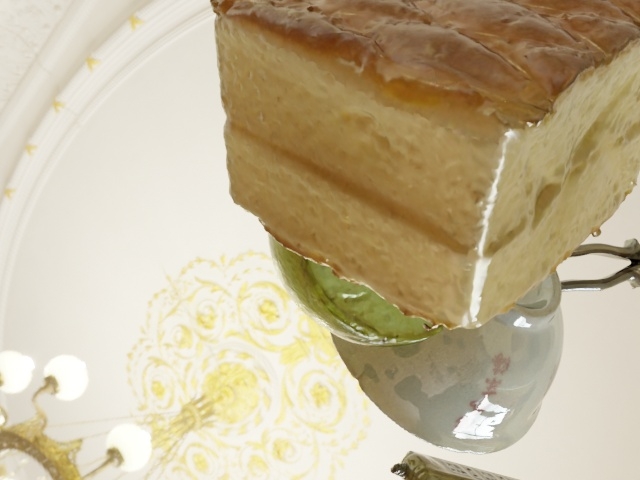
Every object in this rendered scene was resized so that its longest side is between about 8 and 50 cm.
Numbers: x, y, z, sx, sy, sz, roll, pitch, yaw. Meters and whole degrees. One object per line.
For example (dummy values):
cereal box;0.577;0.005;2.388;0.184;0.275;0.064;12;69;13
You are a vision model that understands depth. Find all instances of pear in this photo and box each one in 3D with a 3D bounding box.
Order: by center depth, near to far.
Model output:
pear;-0.002;0.005;0.807;0.288;0.139;0.239;64;-12;-17

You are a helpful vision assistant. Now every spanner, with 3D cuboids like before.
spanner;0.568;0.047;1.227;0.040;0.324;0.096;147;-62;-75

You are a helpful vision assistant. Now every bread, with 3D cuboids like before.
bread;0.100;-0.106;0.526;0.279;0.279;0.207;30;-44;30

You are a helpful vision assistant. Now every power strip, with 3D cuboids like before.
power strip;0.297;0.489;1.299;0.066;0.387;0.092;-68;-154;3

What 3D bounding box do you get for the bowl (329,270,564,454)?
bowl;0.236;0.087;0.998;0.435;0.434;0.196;50;-44;12
